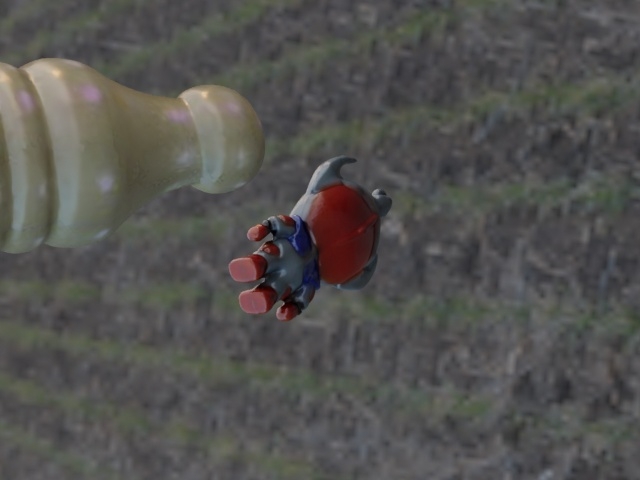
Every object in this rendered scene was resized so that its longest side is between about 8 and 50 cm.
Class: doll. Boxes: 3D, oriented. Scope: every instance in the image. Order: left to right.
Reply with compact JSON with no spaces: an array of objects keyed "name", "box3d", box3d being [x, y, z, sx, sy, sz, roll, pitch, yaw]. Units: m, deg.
[{"name":"doll","box3d":[0.000,0.001,1.484,0.062,0.195,0.104,-28,95,43]}]

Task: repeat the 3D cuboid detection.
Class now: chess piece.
[{"name":"chess piece","box3d":[-0.171,-0.037,0.917,0.139,0.307,0.124,160,103,-67]}]
